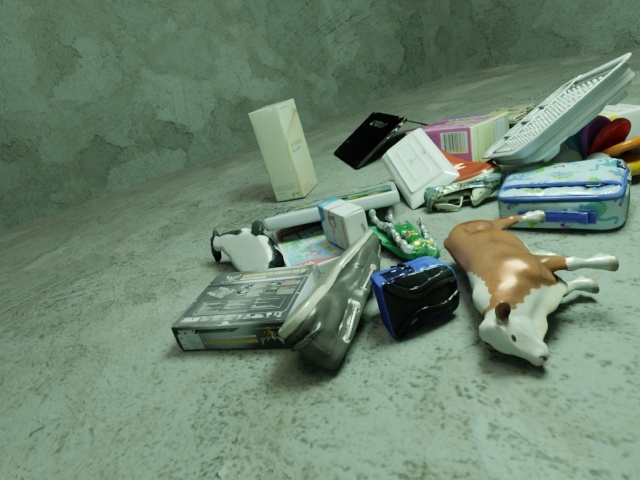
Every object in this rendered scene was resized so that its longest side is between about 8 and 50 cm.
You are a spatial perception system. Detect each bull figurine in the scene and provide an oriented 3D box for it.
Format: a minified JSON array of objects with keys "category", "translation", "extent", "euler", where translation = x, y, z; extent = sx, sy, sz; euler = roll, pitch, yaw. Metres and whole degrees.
[{"category":"bull figurine","translation":[0.289,0.045,0.599],"extent":[0.188,0.101,0.310],"euler":[-9,27,3]}]

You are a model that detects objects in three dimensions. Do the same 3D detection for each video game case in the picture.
[{"category":"video game case","translation":[0.000,0.000,0.984],"extent":[0.203,0.025,0.285],"euler":[-19,24,-7]},{"category":"video game case","translation":[0.042,-0.100,1.095],"extent":[0.328,0.036,0.300],"euler":[-11,11,11]}]

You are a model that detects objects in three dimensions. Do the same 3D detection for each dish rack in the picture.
[{"category":"dish rack","translation":[0.535,-0.269,0.937],"extent":[0.285,0.072,0.333],"euler":[-42,1,14]}]

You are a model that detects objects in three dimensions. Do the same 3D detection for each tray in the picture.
[{"category":"tray","translation":[0.256,-0.209,1.106],"extent":[0.145,0.030,0.271],"euler":[-36,39,17]}]

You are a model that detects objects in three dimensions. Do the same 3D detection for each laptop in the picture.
[{"category":"laptop","translation":[0.312,-0.406,1.707],"extent":[0.408,0.236,0.382],"euler":[-44,22,7]}]

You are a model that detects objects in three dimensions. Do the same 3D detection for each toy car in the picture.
[{"category":"toy car","translation":[0.620,-0.206,0.897],"extent":[0.159,0.136,0.182],"euler":[-21,23,-10]}]

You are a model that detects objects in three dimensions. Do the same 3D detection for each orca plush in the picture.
[{"category":"orca plush","translation":[-0.162,0.042,0.965],"extent":[0.287,0.102,0.151],"euler":[-7,68,46]}]

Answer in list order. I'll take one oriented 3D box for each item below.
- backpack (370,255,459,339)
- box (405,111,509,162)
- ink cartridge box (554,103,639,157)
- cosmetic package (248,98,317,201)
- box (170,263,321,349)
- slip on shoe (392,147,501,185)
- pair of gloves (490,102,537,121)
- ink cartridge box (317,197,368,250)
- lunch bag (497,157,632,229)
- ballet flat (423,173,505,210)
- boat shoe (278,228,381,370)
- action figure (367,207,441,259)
[{"category":"backpack","translation":[0.144,0.073,0.630],"extent":[0.120,0.098,0.101],"euler":[-19,19,-5]},{"category":"box","translation":[0.424,-0.306,1.251],"extent":[0.242,0.118,0.213],"euler":[-26,24,-37]},{"category":"ink cartridge box","translation":[0.719,-0.296,1.095],"extent":[0.212,0.093,0.154],"euler":[-13,23,4]},{"category":"cosmetic package","translation":[-0.121,-0.308,1.395],"extent":[0.113,0.310,0.160],"euler":[-7,25,22]},{"category":"box","translation":[-0.128,0.121,0.754],"extent":[0.230,0.056,0.183],"euler":[-7,24,20]},{"category":"slip on shoe","translation":[0.332,-0.202,1.127],"extent":[0.123,0.102,0.331],"euler":[-29,27,-31]},{"category":"pair of gloves","translation":[0.721,-0.478,1.570],"extent":[0.240,0.042,0.204],"euler":[-29,22,-31]},{"category":"ink cartridge box","translation":[0.050,-0.035,0.882],"extent":[0.052,0.089,0.122],"euler":[-25,25,-20]},{"category":"lunch bag","translation":[0.473,-0.089,0.796],"extent":[0.218,0.090,0.176],"euler":[4,33,41]},{"category":"ballet flat","translation":[0.342,-0.106,0.964],"extent":[0.188,0.070,0.070],"euler":[-11,23,21]},{"category":"boat shoe","translation":[0.044,0.090,0.695],"extent":[0.112,0.095,0.335],"euler":[-45,0,36]},{"category":"action figure","translation":[0.176,-0.011,0.844],"extent":[0.137,0.064,0.232],"euler":[-8,25,-17]}]
